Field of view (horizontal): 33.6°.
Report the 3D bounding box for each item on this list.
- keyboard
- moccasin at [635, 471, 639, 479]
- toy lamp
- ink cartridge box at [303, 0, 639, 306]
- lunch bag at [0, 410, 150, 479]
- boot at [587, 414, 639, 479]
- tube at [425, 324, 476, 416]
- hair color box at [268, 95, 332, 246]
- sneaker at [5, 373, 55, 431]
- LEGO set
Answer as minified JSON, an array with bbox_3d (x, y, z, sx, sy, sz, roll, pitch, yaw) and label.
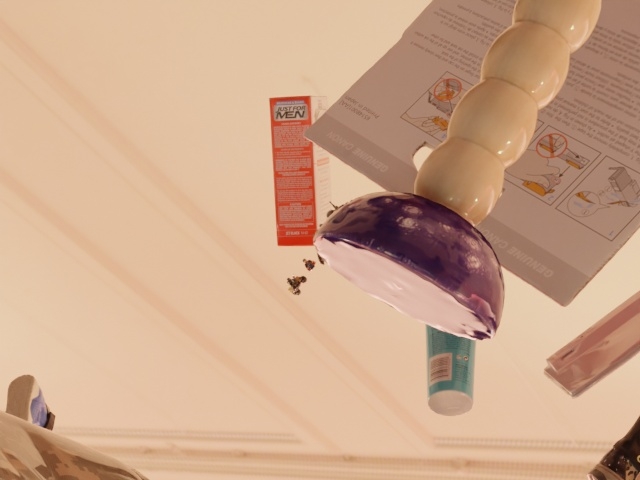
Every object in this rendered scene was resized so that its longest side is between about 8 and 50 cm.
[{"bbox_3d":[0.278,0.031,0.783,0.256,0.014,0.072,-37,-165,0],"label":"keyboard"},{"bbox_3d":[0.344,0.209,0.547,0.380,0.147,0.139,27,-110,29],"label":"moccasin"},{"bbox_3d":[0.096,-0.098,0.387,0.080,0.080,0.275,18,-106,42],"label":"toy lamp"},{"bbox_3d":[0.173,-0.099,0.839,0.261,0.066,0.296,-47,-129,-8],"label":"ink cartridge box"},{"bbox_3d":[-0.249,0.161,0.609,0.286,0.235,0.169,2,-112,33],"label":"lunch bag"},{"bbox_3d":[0.496,0.317,1.416,0.179,0.236,0.085,-53,-177,-11],"label":"boot"},{"bbox_3d":[0.157,0.111,1.275,0.080,0.052,0.207,1,-133,8],"label":"tube"},{"bbox_3d":[-0.021,-0.082,1.217,0.053,0.093,0.167,0,-83,12],"label":"hair color box"},{"bbox_3d":[-0.402,0.263,1.433,0.058,0.085,0.152,-12,-143,8],"label":"sneaker"},{"bbox_3d":[-0.001,0.000,0.739,0.023,0.054,0.083,38,-120,10],"label":"LEGO set"}]
